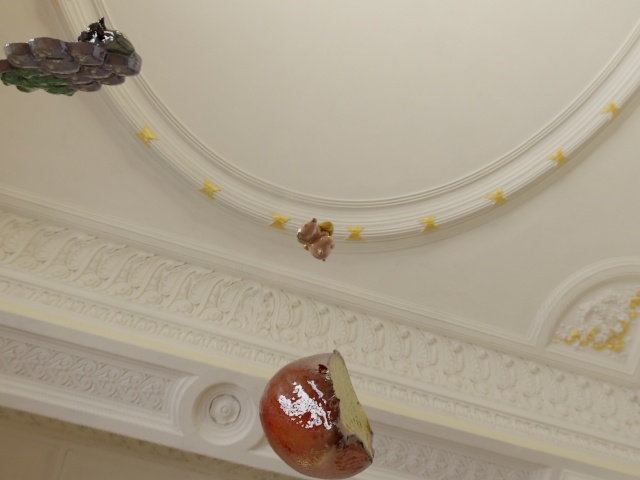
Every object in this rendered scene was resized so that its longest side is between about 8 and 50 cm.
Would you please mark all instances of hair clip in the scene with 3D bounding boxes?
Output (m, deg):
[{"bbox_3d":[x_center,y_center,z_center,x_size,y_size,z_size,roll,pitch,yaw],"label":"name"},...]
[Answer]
[{"bbox_3d":[-0.306,-0.215,0.551,0.195,0.124,0.052,-8,-99,25],"label":"hair clip"}]

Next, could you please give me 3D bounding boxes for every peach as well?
[{"bbox_3d":[-0.017,0.375,0.955,0.201,0.362,0.258,-22,-101,2],"label":"peach"}]

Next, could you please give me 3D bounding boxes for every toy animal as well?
[{"bbox_3d":[0.000,0.000,1.083,0.091,0.114,0.082,-34,-124,2],"label":"toy animal"}]
